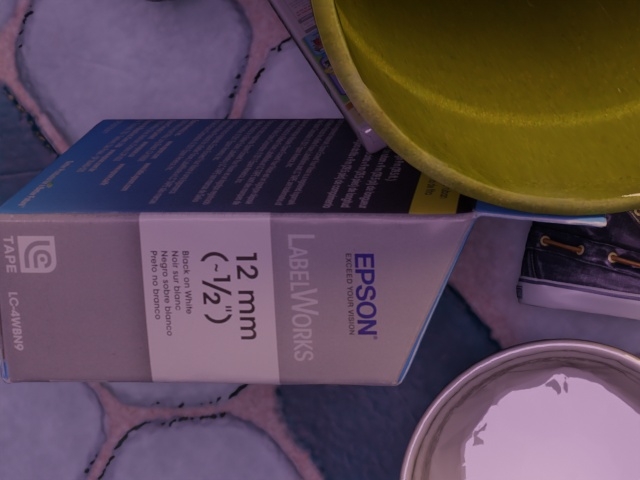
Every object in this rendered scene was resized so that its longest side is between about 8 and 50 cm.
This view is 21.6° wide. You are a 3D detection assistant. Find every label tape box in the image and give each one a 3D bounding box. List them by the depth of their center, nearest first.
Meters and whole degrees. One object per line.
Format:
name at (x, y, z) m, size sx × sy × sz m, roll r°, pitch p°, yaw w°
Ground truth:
label tape box at (0.000, 0.000, 1.042) m, size 0.347 × 0.249 × 0.115 m, roll 2°, pitch 107°, yaw 8°

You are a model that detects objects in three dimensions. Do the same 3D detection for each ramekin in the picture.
ramekin at (0.157, 0.166, 1.095) m, size 0.207 × 0.109 × 0.207 m, roll 0°, pitch 88°, yaw 9°

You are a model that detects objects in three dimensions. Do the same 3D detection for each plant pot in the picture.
plant pot at (0.121, -0.262, 0.923) m, size 0.366 × 0.353 × 0.366 m, roll -10°, pitch 128°, yaw -13°

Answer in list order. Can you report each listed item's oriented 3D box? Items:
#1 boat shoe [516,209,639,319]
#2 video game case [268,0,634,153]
boat shoe at (0.225, 0.013, 1.109) m, size 0.183 × 0.065 × 0.083 m, roll 7°, pitch 91°, yaw 10°
video game case at (0.087, -0.163, 1.082) m, size 0.212 × 0.023 × 0.193 m, roll -27°, pitch 44°, yaw -3°
